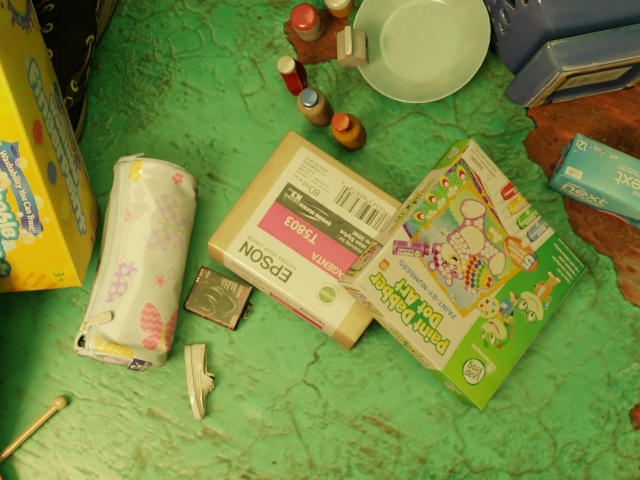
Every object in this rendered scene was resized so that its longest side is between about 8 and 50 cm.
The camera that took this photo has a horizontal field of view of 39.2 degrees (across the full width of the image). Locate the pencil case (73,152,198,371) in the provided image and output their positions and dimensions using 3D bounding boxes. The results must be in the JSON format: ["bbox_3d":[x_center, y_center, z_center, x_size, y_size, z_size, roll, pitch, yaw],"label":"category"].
[{"bbox_3d":[-0.236,0.030,1.157,0.124,0.113,0.273,20,73,-35],"label":"pencil case"}]

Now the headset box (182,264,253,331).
[{"bbox_3d":[-0.132,0.079,1.194,0.083,0.032,0.062,23,77,5],"label":"headset box"}]

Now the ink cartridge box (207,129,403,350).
[{"bbox_3d":[0.000,0.000,1.189,0.234,0.088,0.193,33,77,4],"label":"ink cartridge box"}]

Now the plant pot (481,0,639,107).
[{"bbox_3d":[0.349,-0.311,1.205,0.236,0.236,0.212,-11,84,-5],"label":"plant pot"}]

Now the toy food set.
[{"bbox_3d":[0.004,-0.244,1.222,0.111,0.104,0.232,-2,85,10],"label":"toy food set"}]

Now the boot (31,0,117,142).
[{"bbox_3d":[-0.367,-0.269,1.134,0.138,0.284,0.377,17,76,2],"label":"boot"}]

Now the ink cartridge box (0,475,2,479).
[{"bbox_3d":[-0.476,0.403,1.075,0.239,0.060,0.275,-25,79,4],"label":"ink cartridge box"}]

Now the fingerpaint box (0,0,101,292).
[{"bbox_3d":[-0.489,-0.139,1.003,0.371,0.445,0.163,-5,40,2],"label":"fingerpaint box"}]

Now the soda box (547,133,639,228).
[{"bbox_3d":[0.426,-0.066,1.228,0.210,0.071,0.067,25,78,3],"label":"soda box"}]

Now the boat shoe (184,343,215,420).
[{"bbox_3d":[-0.154,0.183,1.170,0.035,0.035,0.100,-9,71,-1],"label":"boat shoe"}]

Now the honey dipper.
[{"bbox_3d":[-0.386,0.257,1.143,0.160,0.030,0.030,-43,82,-9],"label":"honey dipper"}]

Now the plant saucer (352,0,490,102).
[{"bbox_3d":[0.142,-0.285,1.270,0.195,0.037,0.195,-2,84,14],"label":"plant saucer"}]

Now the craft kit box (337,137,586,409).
[{"bbox_3d":[0.187,0.043,1.150,0.250,0.061,0.247,44,78,-17],"label":"craft kit box"}]
